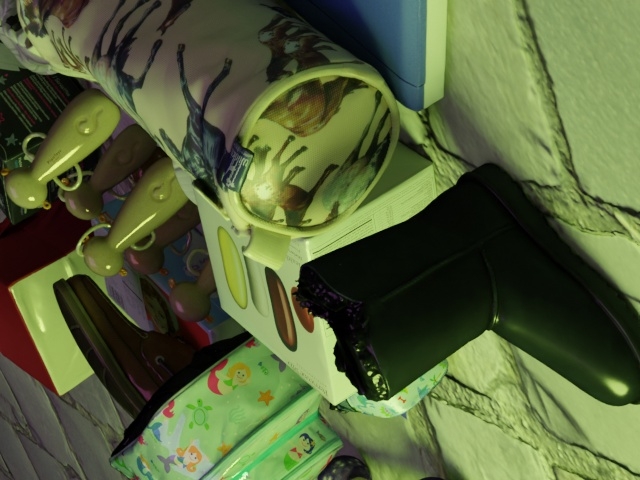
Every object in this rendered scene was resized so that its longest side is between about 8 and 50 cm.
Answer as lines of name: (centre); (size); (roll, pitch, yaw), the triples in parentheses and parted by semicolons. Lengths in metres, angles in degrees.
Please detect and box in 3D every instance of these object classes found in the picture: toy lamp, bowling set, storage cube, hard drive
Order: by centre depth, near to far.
hard drive: (0.022, -0.275, 1.373); (0.210, 0.040, 0.319); (44, 154, 31)
toy lamp: (0.083, 0.285, 1.922); (0.274, 0.080, 0.080); (5, 123, 64)
bowling set: (-0.206, -0.029, 1.981); (0.287, 0.154, 0.200); (43, 179, -3)
storage cube: (-0.362, 0.069, 2.431); (0.193, 0.183, 0.215); (24, 140, 53)

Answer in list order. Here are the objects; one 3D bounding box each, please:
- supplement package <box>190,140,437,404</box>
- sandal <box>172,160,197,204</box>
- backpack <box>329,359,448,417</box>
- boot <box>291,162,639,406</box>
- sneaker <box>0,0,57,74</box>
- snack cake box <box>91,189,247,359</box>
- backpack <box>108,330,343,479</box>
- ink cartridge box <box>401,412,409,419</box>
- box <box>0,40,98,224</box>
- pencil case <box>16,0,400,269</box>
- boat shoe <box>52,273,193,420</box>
supplement package: (0.000, 0.000, 1.630); (0.194, 0.149, 0.203); (37, 149, 42)
sandal: (-0.097, -0.163, 1.740); (0.102, 0.076, 0.265); (8, 106, 45)
backpack: (0.058, 0.119, 1.714); (0.114, 0.105, 0.084); (11, 142, 56)
boot: (0.121, 0.076, 1.399); (0.246, 0.207, 0.094); (51, 157, 15)
sneaker: (-0.319, -0.246, 2.060); (0.118, 0.110, 0.292); (62, 167, -28)
snack cake box: (-0.166, 0.067, 2.144); (0.264, 0.089, 0.152); (41, 150, 36)
backpack: (-0.091, 0.201, 1.873); (0.191, 0.225, 0.253); (49, 150, 11)
ink cartridge box: (0.005, 0.080, 1.863); (0.208, 0.045, 0.206); (36, 149, 39)
box: (-0.408, -0.176, 2.267); (0.247, 0.142, 0.163); (51, 158, 21)
pencil case: (-0.116, -0.150, 1.546); (0.410, 0.183, 0.160); (39, -178, 43)
boat shoe: (-0.197, 0.157, 2.079); (0.307, 0.104, 0.111); (55, 166, 1)
